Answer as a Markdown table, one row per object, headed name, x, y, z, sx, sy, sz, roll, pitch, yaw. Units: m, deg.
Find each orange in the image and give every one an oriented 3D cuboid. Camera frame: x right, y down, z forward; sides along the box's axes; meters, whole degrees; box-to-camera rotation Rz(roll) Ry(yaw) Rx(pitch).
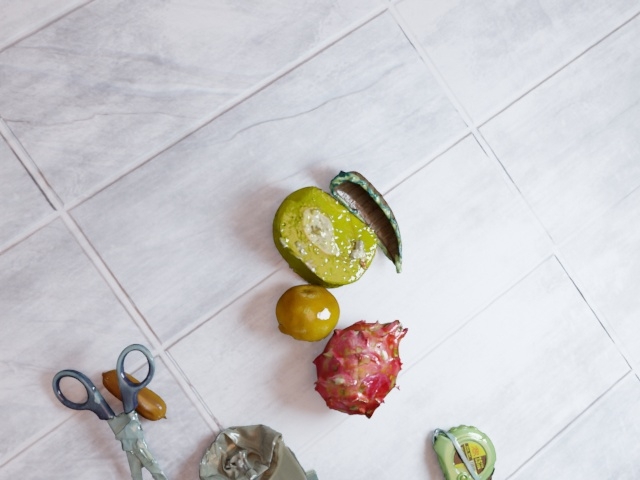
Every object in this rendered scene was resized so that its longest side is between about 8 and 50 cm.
| name | x | y | z | sx | sy | sz | roll | pitch | yaw |
| --- | --- | --- | --- | --- | --- | --- | --- | --- | --- |
| orange | -0.030 | 0.177 | 1.685 | 0.154 | 0.155 | 0.134 | -11 | 117 | -13 |

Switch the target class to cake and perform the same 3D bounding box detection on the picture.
| name | x | y | z | sx | sy | sz | roll | pitch | yaw |
| --- | --- | --- | --- | --- | --- | --- | --- | --- | --- |
| cake | 0.000 | 0.000 | 1.710 | 0.260 | 0.156 | 0.179 | 37 | 72 | -5 |

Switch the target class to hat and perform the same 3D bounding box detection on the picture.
| name | x | y | z | sx | sy | sz | roll | pitch | yaw |
| --- | --- | --- | --- | --- | --- | --- | --- | --- | --- |
| hat | -0.158 | 0.561 | 1.645 | 0.214 | 0.149 | 0.245 | -34 | 113 | -20 |

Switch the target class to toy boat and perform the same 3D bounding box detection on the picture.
| name | x | y | z | sx | sy | sz | roll | pitch | yaw |
| --- | --- | --- | --- | --- | --- | --- | --- | --- | --- |
| toy boat | 0.134 | -0.056 | 1.769 | 0.293 | 0.108 | 0.099 | 54 | 45 | -8 |

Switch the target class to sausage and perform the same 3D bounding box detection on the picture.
| name | x | y | z | sx | sy | sz | roll | pitch | yaw |
| --- | --- | --- | --- | --- | --- | --- | --- | --- | --- |
| sausage | -0.427 | 0.356 | 1.625 | 0.183 | 0.054 | 0.062 | 40 | 71 | -3 |

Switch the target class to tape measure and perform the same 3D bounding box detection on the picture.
| name | x | y | z | sx | sy | sz | roll | pitch | yaw |
| --- | --- | --- | --- | --- | --- | --- | --- | --- | --- |
| tape measure | 0.361 | 0.541 | 1.762 | 0.154 | 0.087 | 0.178 | -21 | 88 | -2 |

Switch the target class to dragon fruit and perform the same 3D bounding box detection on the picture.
| name | x | y | z | sx | sy | sz | roll | pitch | yaw |
| --- | --- | --- | --- | --- | --- | --- | --- | --- | --- |
| dragon fruit | 0.098 | 0.288 | 1.679 | 0.268 | 0.210 | 0.205 | -47 | 138 | -11 |

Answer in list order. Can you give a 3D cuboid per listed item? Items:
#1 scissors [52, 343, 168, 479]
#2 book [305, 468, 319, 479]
| name | x | y | z | sx | sy | sz | roll | pitch | yaw |
| --- | --- | --- | --- | --- | --- | --- | --- | --- | --- |
| scissors | -0.439 | 0.439 | 1.598 | 0.256 | 0.029 | 0.384 | -19 | 96 | 10 |
| book | -0.069 | 0.772 | 1.674 | 0.264 | 0.031 | 0.379 | -18 | 88 | -14 |
